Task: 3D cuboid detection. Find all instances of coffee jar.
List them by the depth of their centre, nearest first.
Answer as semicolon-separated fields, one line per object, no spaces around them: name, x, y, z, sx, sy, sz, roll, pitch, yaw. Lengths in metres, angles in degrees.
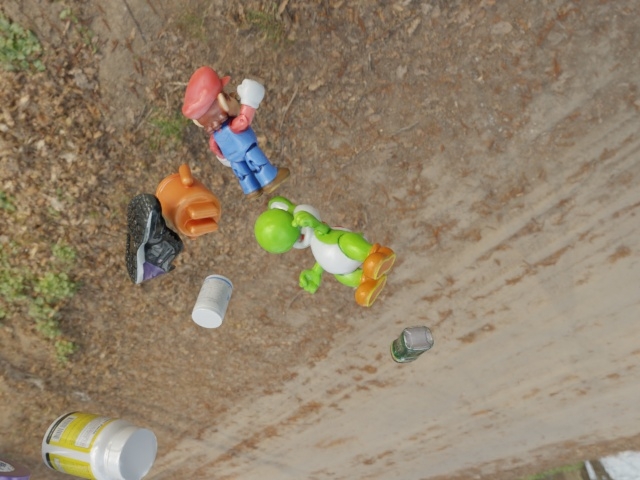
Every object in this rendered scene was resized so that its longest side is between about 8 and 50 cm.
coffee jar;0.282;0.331;1.464;0.096;0.079;0.184;-4;153;-10

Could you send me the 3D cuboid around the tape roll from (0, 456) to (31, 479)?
tape roll;-0.655;0.450;0.862;0.189;0.080;0.189;15;156;7

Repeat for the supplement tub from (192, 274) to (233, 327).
supplement tub;-0.244;0.137;1.059;0.071;0.107;0.071;4;134;4

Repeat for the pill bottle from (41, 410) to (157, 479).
pill bottle;-0.446;0.420;0.944;0.209;0.119;0.119;-2;142;25

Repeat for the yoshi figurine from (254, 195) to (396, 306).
yoshi figurine;-0.017;0.018;1.127;0.362;0.203;0.203;32;179;21

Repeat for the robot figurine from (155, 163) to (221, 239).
robot figurine;-0.332;-0.094;1.165;0.128;0.219;0.158;-44;137;-10

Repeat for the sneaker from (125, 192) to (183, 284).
sneaker;-0.390;-0.013;1.114;0.124;0.107;0.283;-12;148;-35

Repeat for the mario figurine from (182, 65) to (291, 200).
mario figurine;-0.190;-0.269;1.115;0.198;0.170;0.320;-29;109;6
